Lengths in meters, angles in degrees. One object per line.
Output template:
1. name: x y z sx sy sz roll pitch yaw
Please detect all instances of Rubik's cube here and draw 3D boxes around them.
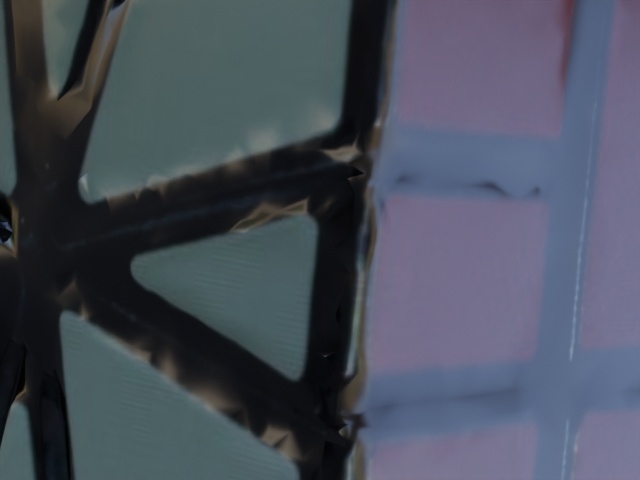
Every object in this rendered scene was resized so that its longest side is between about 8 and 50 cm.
1. Rubik's cube: 0.000 0.000 0.613 0.288 0.293 0.283 12 4 43
